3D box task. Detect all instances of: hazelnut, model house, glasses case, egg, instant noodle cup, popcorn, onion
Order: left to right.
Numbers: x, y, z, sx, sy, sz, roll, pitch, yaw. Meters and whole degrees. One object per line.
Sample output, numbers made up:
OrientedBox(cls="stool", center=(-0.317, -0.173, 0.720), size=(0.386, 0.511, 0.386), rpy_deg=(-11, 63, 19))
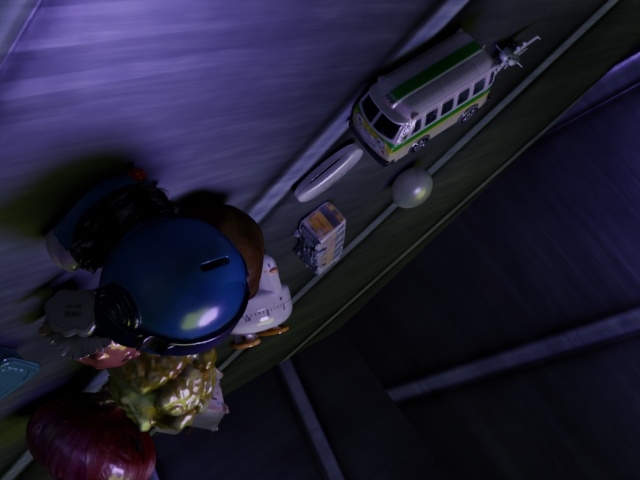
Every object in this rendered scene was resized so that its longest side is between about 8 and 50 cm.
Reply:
OrientedBox(cls="instant noodle cup", center=(-0.656, 0.269, 1.492), size=(0.179, 0.070, 0.157), rpy_deg=(-35, 166, -5))
OrientedBox(cls="onion", center=(-0.575, 0.495, 1.990), size=(0.285, 0.347, 0.347), rpy_deg=(-64, 164, 3))
OrientedBox(cls="popcorn", center=(-0.399, 0.319, 1.898), size=(0.274, 0.335, 0.279), rpy_deg=(-48, 131, -13))
OrientedBox(cls="model house", center=(-0.460, 0.456, 2.397), size=(0.326, 0.244, 0.169), rpy_deg=(20, 128, -34))
OrientedBox(cls="hazelnut", center=(-0.225, 0.027, 1.539), size=(0.229, 0.229, 0.229), rpy_deg=(-35, 167, -9))
OrientedBox(cls="glasses case", center=(0.019, -0.160, 1.819), size=(0.193, 0.049, 0.074), rpy_deg=(-40, 167, 7))
OrientedBox(cls="egg", center=(0.280, -0.161, 2.362), size=(0.114, 0.114, 0.152), rpy_deg=(-21, 162, -51))

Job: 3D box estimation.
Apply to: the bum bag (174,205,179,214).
OrientedBox(cls="bum bag", center=(-0.341, 0.000, 1.442), size=(0.198, 0.049, 0.087), rpy_deg=(-43, -170, 24))

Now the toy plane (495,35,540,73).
OrientedBox(cls="toy plane", center=(0.477, -0.463, 1.934), size=(0.162, 0.065, 0.171), rpy_deg=(-42, 164, 25))

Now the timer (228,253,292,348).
OrientedBox(cls="timer", center=(-0.197, 0.164, 2.166), size=(0.233, 0.240, 0.233), rpy_deg=(-12, -175, 1))

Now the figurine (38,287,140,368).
OrientedBox(cls="figurine", center=(-0.445, 0.174, 1.566), size=(0.207, 0.166, 0.387), rpy_deg=(-2, 167, -1))

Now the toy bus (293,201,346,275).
OrientedBox(cls="toy bus", center=(0.000, 0.000, 2.243), size=(0.138, 0.097, 0.342), rpy_deg=(-42, 167, -11))

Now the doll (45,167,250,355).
OrientedBox(cls="doll", center=(-0.259, 0.046, 1.227), size=(0.284, 0.310, 0.240), rpy_deg=(-23, 159, -48))

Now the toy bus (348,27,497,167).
OrientedBox(cls="toy bus", center=(0.222, -0.307, 1.635), size=(0.305, 0.143, 0.179), rpy_deg=(-33, 164, -16))
